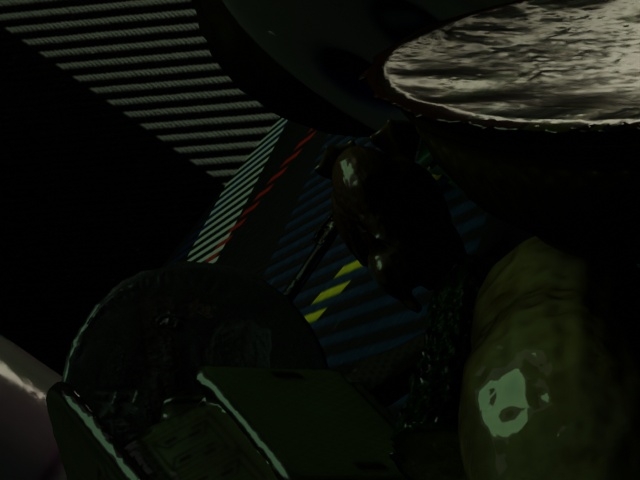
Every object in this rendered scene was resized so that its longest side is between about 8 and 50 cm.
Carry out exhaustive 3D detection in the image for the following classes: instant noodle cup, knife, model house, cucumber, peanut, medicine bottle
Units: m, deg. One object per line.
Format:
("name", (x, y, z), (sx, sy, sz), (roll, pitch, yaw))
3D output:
("instant noodle cup", (0.158, -0.051, 0.871), (0.274, 0.274, 0.091), (-77, -19, -70))
("knife", (0.000, 0.001, 2.117), (0.222, 0.021, 0.045), (-56, 5, -3))
("model house", (0.007, 0.149, 1.135), (0.278, 0.218, 0.205), (-25, -46, -20))
("cucumber", (0.091, 0.069, 1.097), (0.077, 0.077, 0.265), (-51, 8, 26))
("peanut", (0.111, 0.069, 0.846), (0.098, 0.103, 0.229), (-58, 5, 24))
("instant noodle cup", (-0.113, 0.144, 1.550), (0.217, 0.217, 0.207), (-57, 2, -17))
("medicine bottle", (-0.353, 0.236, 2.103), (0.212, 0.325, 0.212), (-54, 7, 10))

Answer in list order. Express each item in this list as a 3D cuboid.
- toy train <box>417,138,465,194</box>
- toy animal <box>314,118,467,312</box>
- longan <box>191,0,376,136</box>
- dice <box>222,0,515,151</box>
("toy train", (0.144, -0.070, 1.233), (0.071, 0.111, 0.170), (-63, 11, -27))
("toy animal", (0.062, 0.004, 1.365), (0.089, 0.188, 0.179), (-27, 42, 13))
("longan", (0.050, -0.291, 1.734), (0.391, 0.391, 0.391), (-53, 8, 11))
("dice", (0.115, -0.235, 1.381), (0.277, 0.304, 0.304), (-57, 8, -18))
